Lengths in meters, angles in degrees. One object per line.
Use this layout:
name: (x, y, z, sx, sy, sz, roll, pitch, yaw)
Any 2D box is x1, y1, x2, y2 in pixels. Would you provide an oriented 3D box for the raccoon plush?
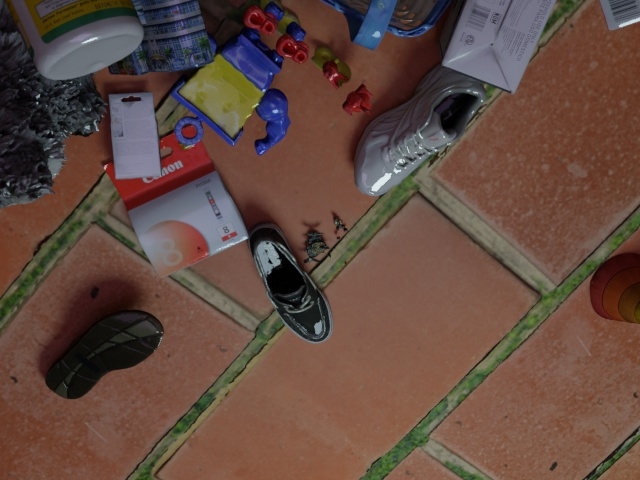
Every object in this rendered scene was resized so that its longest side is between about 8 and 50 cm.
raccoon plush: (-0.373, -0.243, 0.896, 0.216, 0.299, 0.446, -4, 113, -7)

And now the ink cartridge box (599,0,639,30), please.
ink cartridge box: (0.349, -0.399, 0.942, 0.069, 0.371, 0.176, -13, 119, 32)

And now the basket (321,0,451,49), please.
basket: (0.082, -0.349, 0.858, 0.201, 0.289, 0.255, 22, 112, -8)

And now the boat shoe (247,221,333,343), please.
boat shoe: (-0.045, 0.077, 1.207, 0.077, 0.070, 0.219, -29, 114, 4)

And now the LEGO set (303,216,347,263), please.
LEGO set: (0.002, 0.001, 1.213, 0.083, 0.023, 0.054, -31, 117, -9)

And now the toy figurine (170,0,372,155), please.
toy figurine: (-0.132, -0.213, 1.015, 0.362, 0.191, 0.217, 38, 107, -20)

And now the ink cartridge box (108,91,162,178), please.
ink cartridge box: (-0.252, -0.143, 1.101, 0.062, 0.029, 0.115, -4, 98, -7)

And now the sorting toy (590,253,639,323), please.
sorting toy: (0.625, 0.072, 1.280, 0.365, 0.126, 0.127, -13, 114, -2)

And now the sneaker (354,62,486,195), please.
sneaker: (0.134, -0.148, 1.114, 0.090, 0.115, 0.232, 37, 103, -21)

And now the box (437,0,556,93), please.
box: (0.211, -0.286, 0.967, 0.087, 0.290, 0.169, 21, 109, 0)

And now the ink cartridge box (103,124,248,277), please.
ink cartridge box: (-0.201, -0.053, 1.144, 0.145, 0.045, 0.179, -25, 117, 2)

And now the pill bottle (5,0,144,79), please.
pill bottle: (-0.273, -0.282, 0.824, 0.117, 0.117, 0.208, -25, 92, 2)

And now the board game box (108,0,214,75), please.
board game box: (-0.209, -0.285, 0.900, 0.060, 0.194, 0.194, -26, 113, -27)

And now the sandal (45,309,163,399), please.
sandal: (-0.323, 0.164, 1.213, 0.219, 0.060, 0.090, -38, 108, 24)
